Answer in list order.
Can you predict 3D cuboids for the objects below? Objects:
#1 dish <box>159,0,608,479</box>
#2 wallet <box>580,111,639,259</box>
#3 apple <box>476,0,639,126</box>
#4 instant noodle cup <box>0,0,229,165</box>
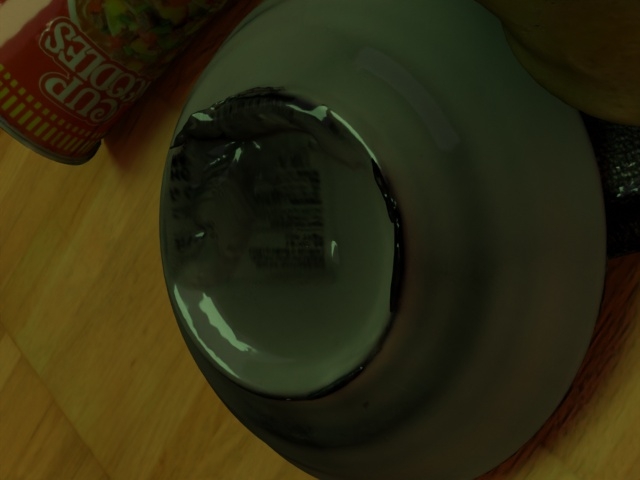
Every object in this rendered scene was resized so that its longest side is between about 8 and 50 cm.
[{"bbox_3d":[0.000,0.000,0.777,0.316,0.106,0.316,6,100,37],"label":"dish"},{"bbox_3d":[0.122,-0.095,0.831,0.221,0.071,0.262,-20,55,39],"label":"wallet"},{"bbox_3d":[0.175,-0.240,0.624,0.357,0.357,0.357,-18,63,39],"label":"apple"},{"bbox_3d":[-0.170,-0.196,1.089,0.212,0.193,0.193,-38,51,18],"label":"instant noodle cup"}]
